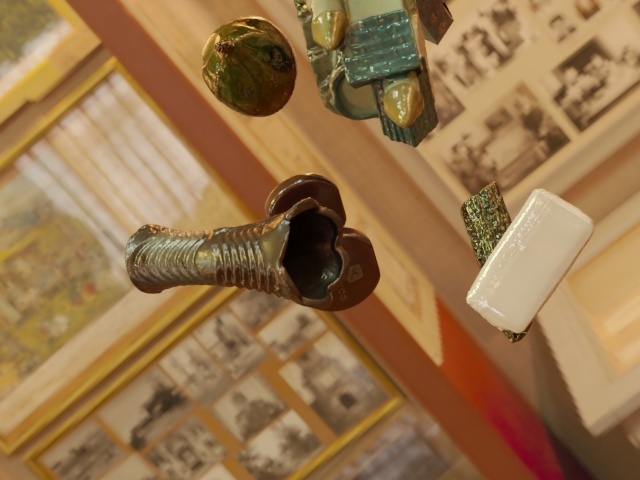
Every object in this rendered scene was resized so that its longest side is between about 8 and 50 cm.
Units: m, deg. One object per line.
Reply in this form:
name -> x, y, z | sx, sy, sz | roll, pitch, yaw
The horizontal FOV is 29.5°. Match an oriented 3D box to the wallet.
wallet -> 0.264, 0.030, 1.541 | 0.190, 0.095, 0.033 | -61, -5, 19

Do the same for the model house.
model house -> 0.078, -0.257, 1.890 | 0.194, 0.267, 0.325 | -13, 36, 6

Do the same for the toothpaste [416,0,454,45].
toothpaste -> 0.176, -0.456, 2.268 | 0.066, 0.053, 0.272 | -56, -29, -1

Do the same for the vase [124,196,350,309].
vase -> -0.097, 0.018, 1.287 | 0.237, 0.115, 0.115 | -3, 32, 37

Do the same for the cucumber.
cucumber -> 0.285, 0.030, 1.913 | 0.077, 0.265, 0.077 | -16, -18, -5

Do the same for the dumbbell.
dumbbell -> 0.000, 0.000, 1.872 | 0.124, 0.140, 0.225 | -21, 34, -5

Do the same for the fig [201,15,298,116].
fig -> -0.137, -0.340, 2.316 | 0.195, 0.195, 0.245 | -42, -11, -4
